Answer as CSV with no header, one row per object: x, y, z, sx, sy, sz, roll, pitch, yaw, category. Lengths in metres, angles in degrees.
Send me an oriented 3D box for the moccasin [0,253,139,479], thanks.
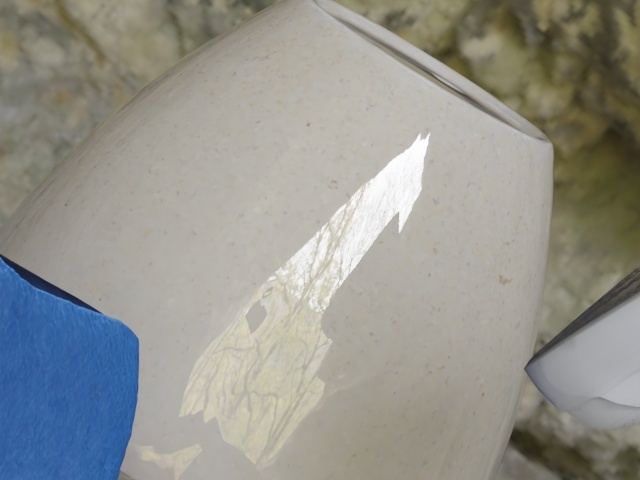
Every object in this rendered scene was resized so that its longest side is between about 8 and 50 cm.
-0.178,0.048,0.556,0.116,0.138,0.342,7,-19,17,moccasin

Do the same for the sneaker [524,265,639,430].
0.215,0.035,0.490,0.169,0.292,0.108,55,36,-1,sneaker

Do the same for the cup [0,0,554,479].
0.000,0.000,0.875,0.331,0.237,0.331,30,13,-8,cup
